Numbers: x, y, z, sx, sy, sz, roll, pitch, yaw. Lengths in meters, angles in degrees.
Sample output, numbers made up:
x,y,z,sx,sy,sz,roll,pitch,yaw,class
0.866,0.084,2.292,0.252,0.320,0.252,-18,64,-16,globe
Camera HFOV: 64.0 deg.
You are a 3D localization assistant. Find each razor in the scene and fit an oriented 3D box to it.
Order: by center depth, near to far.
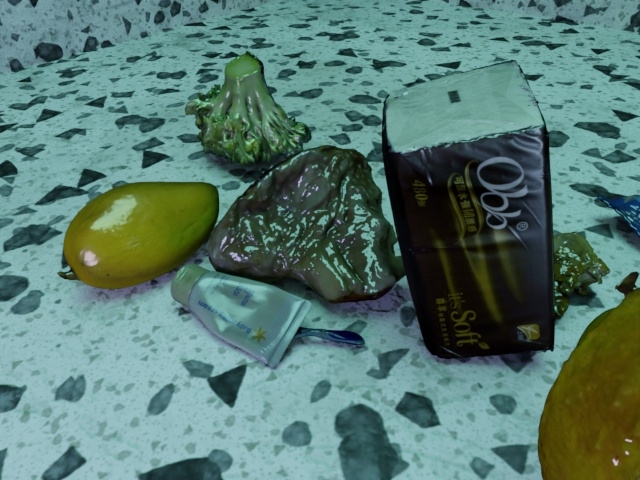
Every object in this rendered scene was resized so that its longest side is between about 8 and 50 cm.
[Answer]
x,y,z,sx,sy,sz,roll,pitch,yaw,class
-0.009,0.148,0.785,0.154,0.028,0.044,0,37,4,razor

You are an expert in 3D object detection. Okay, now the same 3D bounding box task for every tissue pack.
x,y,z,sx,sy,sz,roll,pitch,yaw,class
0.203,-0.032,0.707,0.198,0.370,0.210,-7,37,18,tissue pack

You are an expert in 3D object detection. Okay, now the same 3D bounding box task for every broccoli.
x,y,z,sx,sy,sz,roll,pitch,yaw,class
-0.174,-0.301,1.210,0.288,0.246,0.248,-8,46,0,broccoli

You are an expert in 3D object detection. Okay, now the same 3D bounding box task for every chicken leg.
x,y,z,sx,sy,sz,roll,pitch,yaw,class
0.394,0.074,0.829,0.101,0.085,0.207,27,53,13,chicken leg

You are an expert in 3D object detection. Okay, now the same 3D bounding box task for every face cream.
x,y,z,sx,sy,sz,roll,pitch,yaw,class
-0.133,0.104,0.812,0.224,0.070,0.114,20,67,27,face cream

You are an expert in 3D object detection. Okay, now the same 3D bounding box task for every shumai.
x,y,z,sx,sy,sz,roll,pitch,yaw,class
0.002,0.003,0.912,0.346,0.217,0.283,-40,82,-22,shumai

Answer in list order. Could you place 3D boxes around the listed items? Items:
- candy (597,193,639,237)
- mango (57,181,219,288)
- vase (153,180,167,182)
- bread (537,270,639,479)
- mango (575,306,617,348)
x,y,z,sx,sy,sz,roll,pitch,yaw,class
0.724,-0.063,0.995,0.331,0.077,0.187,-17,46,-17,candy
-0.314,-0.020,0.915,0.316,0.119,0.176,-27,85,-29,mango
-0.315,-0.062,1.017,0.053,0.101,0.053,-2,35,1,vase
0.383,0.203,0.424,0.398,0.398,0.215,-8,25,-7,bread
0.418,0.165,0.687,0.137,0.098,0.195,30,52,30,mango
